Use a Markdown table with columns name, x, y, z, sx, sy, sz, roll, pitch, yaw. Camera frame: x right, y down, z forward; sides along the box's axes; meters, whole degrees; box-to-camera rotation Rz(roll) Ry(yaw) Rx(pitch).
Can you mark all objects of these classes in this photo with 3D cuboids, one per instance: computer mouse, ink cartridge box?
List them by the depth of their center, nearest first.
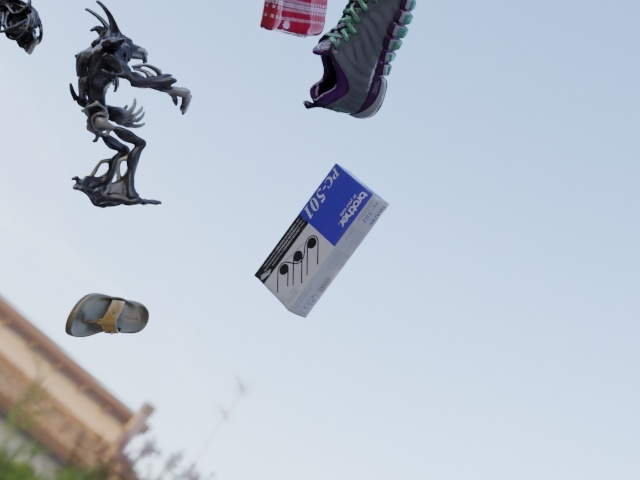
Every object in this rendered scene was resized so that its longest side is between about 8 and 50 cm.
| name | x | y | z | sx | sy | sz | roll | pitch | yaw |
| --- | --- | --- | --- | --- | --- | --- | --- | --- | --- |
| computer mouse | -0.478 | -0.228 | 1.424 | 0.188 | 0.272 | 0.072 | 51 | -9 | 43 |
| ink cartridge box | 0.000 | 0.000 | 1.628 | 0.046 | 0.207 | 0.097 | 28 | 12 | -48 |

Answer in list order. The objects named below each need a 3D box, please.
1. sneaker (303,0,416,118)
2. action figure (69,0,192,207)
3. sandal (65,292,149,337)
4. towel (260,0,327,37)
| name | x | y | z | sx | sy | sz | roll | pitch | yaw |
| --- | --- | --- | --- | --- | --- | --- | --- | --- | --- |
| sneaker | 0.047 | -0.255 | 1.360 | 0.083 | 0.098 | 0.223 | 40 | -58 | 52 |
| action figure | -0.271 | -0.184 | 1.552 | 0.141 | 0.275 | 0.164 | 1 | -2 | -37 |
| sandal | -0.331 | 0.124 | 1.795 | 0.049 | 0.072 | 0.180 | 18 | 5 | 35 |
| towel | 0.004 | -0.340 | 1.129 | 0.031 | 0.274 | 0.199 | 17 | 10 | 9 |
